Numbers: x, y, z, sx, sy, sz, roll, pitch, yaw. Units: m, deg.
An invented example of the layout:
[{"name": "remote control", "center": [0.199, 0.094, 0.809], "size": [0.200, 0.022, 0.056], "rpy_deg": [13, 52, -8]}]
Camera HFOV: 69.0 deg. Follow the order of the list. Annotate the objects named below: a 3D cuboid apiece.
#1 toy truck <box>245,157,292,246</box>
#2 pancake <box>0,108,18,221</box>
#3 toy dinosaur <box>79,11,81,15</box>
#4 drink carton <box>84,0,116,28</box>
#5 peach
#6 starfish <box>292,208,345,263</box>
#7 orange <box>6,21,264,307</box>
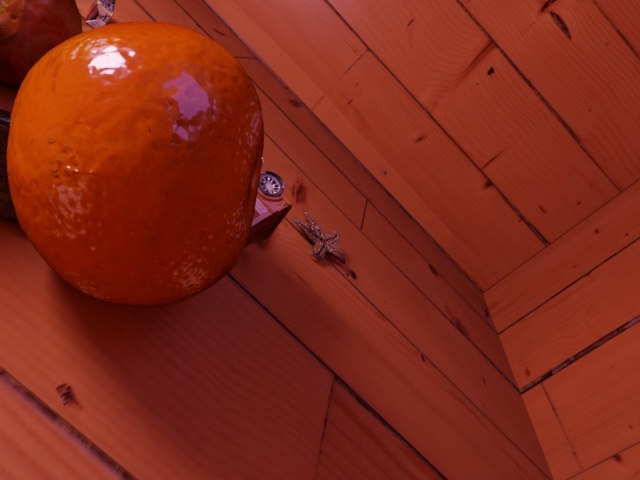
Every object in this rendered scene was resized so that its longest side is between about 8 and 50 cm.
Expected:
[{"name": "toy truck", "center": [-0.264, -0.149, 1.024], "size": [0.387, 0.173, 0.207], "rpy_deg": [49, 50, 4]}, {"name": "pancake", "center": [-0.492, -0.122, 0.740], "size": [0.250, 0.031, 0.250], "rpy_deg": [40, 25, -23]}, {"name": "toy dinosaur", "center": [-0.708, -0.641, 1.225], "size": [0.142, 0.057, 0.212], "rpy_deg": [37, 19, 3]}, {"name": "drink carton", "center": [-0.653, -0.688, 1.393], "size": [0.056, 0.071, 0.166], "rpy_deg": [36, 24, -38]}, {"name": "peach", "center": [-0.555, -0.409, 0.857], "size": [0.214, 0.235, 0.214], "rpy_deg": [37, 14, -11]}, {"name": "starfish", "center": [-0.001, 0.001, 1.491], "size": [0.227, 0.043, 0.240], "rpy_deg": [45, 24, -2]}, {"name": "orange", "center": [-0.258, -0.111, 0.699], "size": [0.326, 0.424, 0.424], "rpy_deg": [11, 26, -3]}]
